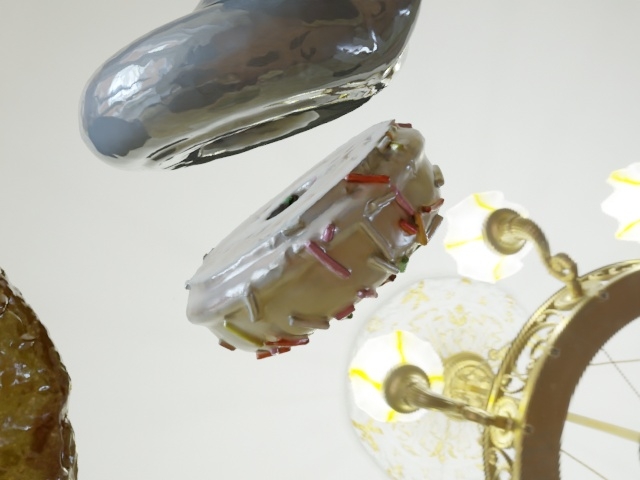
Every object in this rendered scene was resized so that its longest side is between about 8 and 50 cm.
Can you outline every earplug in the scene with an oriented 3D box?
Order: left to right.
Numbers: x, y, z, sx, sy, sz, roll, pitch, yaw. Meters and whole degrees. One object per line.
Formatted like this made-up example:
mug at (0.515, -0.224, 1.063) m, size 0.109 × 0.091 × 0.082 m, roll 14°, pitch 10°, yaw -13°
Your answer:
earplug at (-0.021, -0.157, 0.446) m, size 0.175 × 0.214 × 0.325 m, roll 45°, pitch -64°, yaw 10°

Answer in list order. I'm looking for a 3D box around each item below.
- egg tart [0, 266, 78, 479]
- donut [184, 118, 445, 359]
egg tart at (-0.311, 0.137, 0.542) m, size 0.129 × 0.341 × 0.341 m, roll -13°, pitch -92°, yaw 15°
donut at (0.000, 0.000, 0.942) m, size 0.382 × 0.382 × 0.142 m, roll -41°, pitch -79°, yaw -11°
